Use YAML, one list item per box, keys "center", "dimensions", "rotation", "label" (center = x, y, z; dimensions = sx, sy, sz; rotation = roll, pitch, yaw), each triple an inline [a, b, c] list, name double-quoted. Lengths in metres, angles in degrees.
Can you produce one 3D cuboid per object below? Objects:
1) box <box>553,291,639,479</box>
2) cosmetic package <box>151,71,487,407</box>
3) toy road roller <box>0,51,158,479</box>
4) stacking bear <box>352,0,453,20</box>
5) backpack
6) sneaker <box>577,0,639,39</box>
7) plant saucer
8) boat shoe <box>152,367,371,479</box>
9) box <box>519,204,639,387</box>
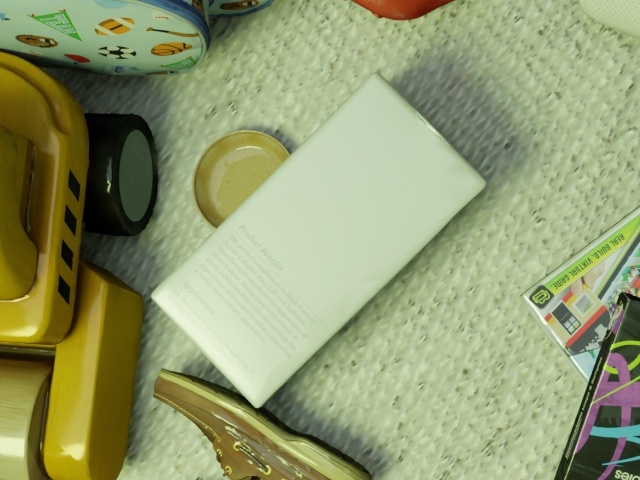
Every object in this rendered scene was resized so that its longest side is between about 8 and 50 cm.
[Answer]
- center: [0.234, 0.129, 0.992]
  dimensions: [0.116, 0.029, 0.162]
  rotation: [17, 100, -2]
  label: "box"
- center: [0.000, 0.000, 1.058]
  dimensions: [0.231, 0.085, 0.117]
  rotation: [-43, 88, 3]
  label: "cosmetic package"
- center: [-0.258, 0.027, 1.040]
  dimensions: [0.203, 0.240, 0.329]
  rotation: [3, 84, 14]
  label: "toy road roller"
- center: [0.101, -0.293, 1.048]
  dimensions: [0.164, 0.175, 0.289]
  rotation: [30, 98, 13]
  label: "stacking bear"
- center: [-0.149, -0.232, 1.045]
  dimensions: [0.264, 0.276, 0.213]
  rotation: [-4, 87, -5]
  label: "backpack"
- center: [0.301, -0.119, 0.971]
  dimensions: [0.293, 0.108, 0.169]
  rotation: [11, 58, 14]
  label: "sneaker"
- center: [-0.057, -0.043, 1.118]
  dimensions: [0.083, 0.015, 0.083]
  rotation: [-2, 83, 13]
  label: "plant saucer"
- center: [-0.052, 0.152, 1.068]
  dimensions: [0.178, 0.064, 0.060]
  rotation: [29, 88, 12]
  label: "boat shoe"
- center: [0.257, 0.023, 1.026]
  dimensions: [0.207, 0.036, 0.114]
  rotation: [-38, 77, 6]
  label: "box"
